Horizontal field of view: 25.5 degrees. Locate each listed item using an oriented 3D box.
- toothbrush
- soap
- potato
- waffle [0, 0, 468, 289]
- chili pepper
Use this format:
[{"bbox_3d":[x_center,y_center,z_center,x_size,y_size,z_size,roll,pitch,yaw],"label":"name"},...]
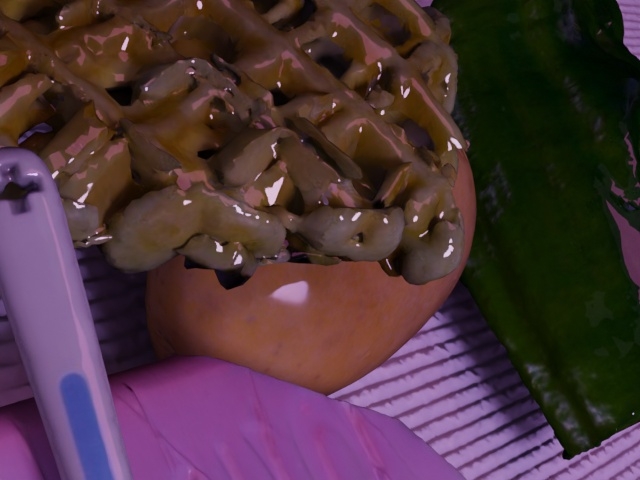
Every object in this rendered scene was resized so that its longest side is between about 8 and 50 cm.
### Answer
[{"bbox_3d":[-0.053,0.137,0.452,0.040,0.040,0.386,3,61,-52],"label":"toothbrush"},{"bbox_3d":[-0.054,0.151,0.578,0.324,0.109,0.193,-11,72,-57],"label":"soap"},{"bbox_3d":[0.000,0.000,0.741,0.150,0.146,0.234,62,33,-9],"label":"potato"},{"bbox_3d":[-0.071,-0.109,0.636,0.317,0.073,0.297,11,48,-26],"label":"waffle"},{"bbox_3d":[0.180,-0.038,0.988,0.213,0.167,0.385,4,57,-34],"label":"chili pepper"}]
